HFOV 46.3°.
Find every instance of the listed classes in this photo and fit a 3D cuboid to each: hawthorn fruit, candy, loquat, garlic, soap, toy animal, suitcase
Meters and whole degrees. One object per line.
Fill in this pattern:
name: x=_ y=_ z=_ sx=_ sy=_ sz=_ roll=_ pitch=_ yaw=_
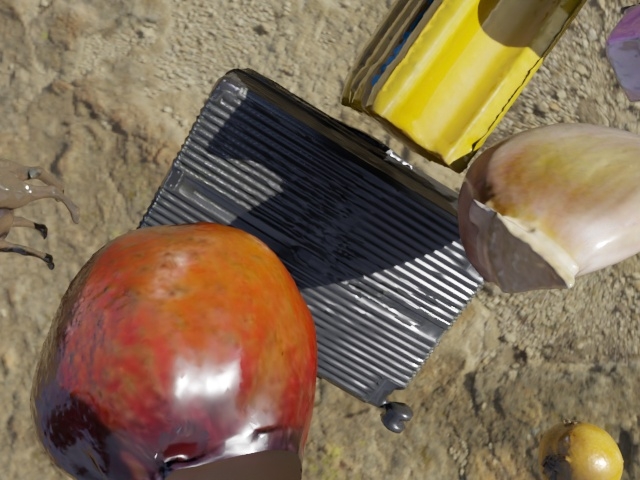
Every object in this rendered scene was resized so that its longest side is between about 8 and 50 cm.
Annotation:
hawthorn fruit: x=-0.097 y=0.081 z=0.564 sx=0.215 sy=0.215 sz=0.250 roll=-10 pitch=49 yaw=23
candy: x=0.642 y=-0.338 z=1.270 sx=0.265 sy=0.116 sz=0.155 roll=-4 pitch=133 yaw=46
loquat: x=0.433 y=0.367 z=1.248 sx=0.141 sy=0.141 sz=0.141 roll=2 pitch=96 yaw=22
garlic: x=0.209 y=-0.039 z=0.553 sx=0.266 sy=0.129 sz=0.148 roll=-28 pitch=56 yaw=-18
soap: x=0.149 y=-0.221 z=0.616 sx=0.096 sy=0.204 sz=0.324 roll=33 pitch=99 yaw=-14
toy animal: x=-0.379 y=-0.015 z=0.802 sx=0.214 sy=0.186 sz=0.094 roll=-50 pitch=51 yaw=35
suitcase: x=0.000 y=0.000 z=0.759 sx=0.335 sy=0.152 sz=0.230 roll=31 pitch=107 yaw=-7
